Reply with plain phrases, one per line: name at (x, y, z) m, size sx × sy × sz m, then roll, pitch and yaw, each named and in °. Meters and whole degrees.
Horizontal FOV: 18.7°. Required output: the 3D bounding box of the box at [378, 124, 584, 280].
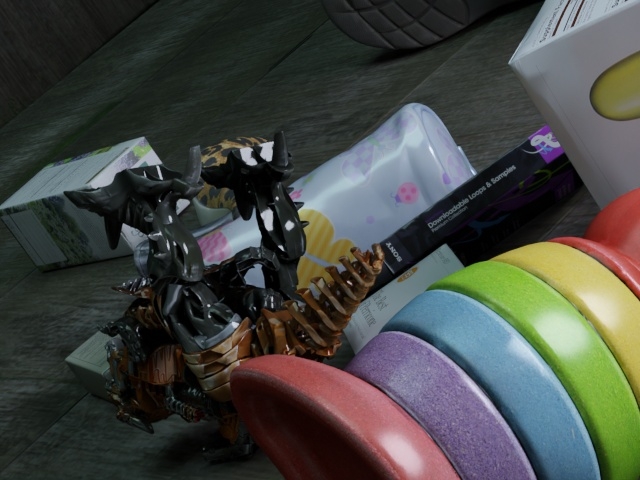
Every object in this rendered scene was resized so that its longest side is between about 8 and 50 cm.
box at (0.118, -0.019, 1.421) m, size 0.162 × 0.029 × 0.116 m, roll -34°, pitch -16°, yaw 1°

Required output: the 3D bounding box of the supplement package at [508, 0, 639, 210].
supplement package at (0.261, -0.100, 1.174) m, size 0.203 × 0.194 × 0.149 m, roll -25°, pitch 19°, yaw 33°

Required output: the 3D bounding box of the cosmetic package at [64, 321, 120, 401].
cosmetic package at (-0.177, 0.108, 1.707) m, size 0.060 × 0.041 × 0.115 m, roll -39°, pitch 17°, yaw -16°

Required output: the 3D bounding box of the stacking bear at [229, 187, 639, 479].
stacking bear at (0.127, 0.069, 1.054) m, size 0.289 × 0.175 × 0.164 m, roll -34°, pitch 13°, yaw -23°

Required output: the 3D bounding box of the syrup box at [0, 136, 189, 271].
syrup box at (-0.258, -0.038, 2.177) m, size 0.096 × 0.093 × 0.237 m, roll -45°, pitch 19°, yaw -31°

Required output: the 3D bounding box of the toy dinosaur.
toy dinosaur at (-0.058, 0.044, 1.392) m, size 0.322 × 0.218 × 0.164 m, roll -18°, pitch -5°, yaw 31°

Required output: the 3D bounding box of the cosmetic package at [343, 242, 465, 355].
cosmetic package at (0.081, 0.078, 1.264) m, size 0.099 × 0.060 × 0.239 m, roll -33°, pitch 16°, yaw 1°

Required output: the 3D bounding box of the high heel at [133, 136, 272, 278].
high heel at (-0.042, -0.043, 1.825) m, size 0.186 × 0.093 × 0.261 m, roll -11°, pitch 24°, yaw 29°

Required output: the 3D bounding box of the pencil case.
pencil case at (0.000, 0.000, 1.544) m, size 0.273 × 0.113 × 0.124 m, roll -31°, pitch 9°, yaw 11°

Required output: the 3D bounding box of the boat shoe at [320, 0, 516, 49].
boat shoe at (0.158, -0.297, 2.080) m, size 0.355 × 0.132 × 0.130 m, roll -9°, pitch 20°, yaw 39°
